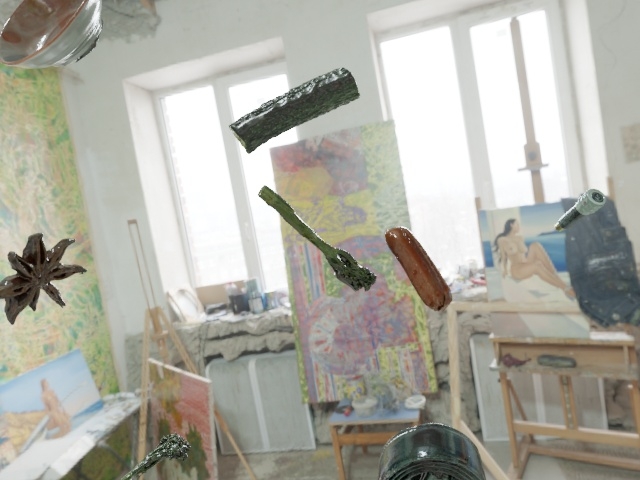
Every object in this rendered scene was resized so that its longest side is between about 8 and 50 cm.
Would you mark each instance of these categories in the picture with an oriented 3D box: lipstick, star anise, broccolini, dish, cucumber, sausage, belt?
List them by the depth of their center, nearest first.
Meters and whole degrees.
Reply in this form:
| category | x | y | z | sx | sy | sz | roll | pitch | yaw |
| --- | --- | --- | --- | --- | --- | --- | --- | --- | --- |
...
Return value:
| category | x | y | z | sx | sy | sz | roll | pitch | yaw |
| --- | --- | --- | --- | --- | --- | --- | --- | --- | --- |
| cucumber | -0.038 | -0.185 | 0.647 | 0.187 | 0.058 | 0.058 | -26 | 4 | 1 |
| star anise | -0.403 | 0.048 | 0.649 | 0.042 | 0.141 | 0.141 | 23 | 15 | 17 |
| broccolini | 0.000 | -0.005 | 0.723 | 0.071 | 0.254 | 0.057 | -30 | 30 | 22 |
| lipstick | 0.454 | -0.046 | 0.815 | 0.037 | 0.037 | 0.116 | -11 | -26 | -16 |
| dish | -0.525 | -0.432 | 0.926 | 0.260 | 0.260 | 0.085 | -8 | -28 | 23 |
| belt | 0.222 | 0.502 | 0.958 | 0.207 | 0.267 | 0.116 | 21 | 28 | -4 |
| broccolini | -0.392 | 0.526 | 1.014 | 0.123 | 0.062 | 0.271 | -31 | 2 | 31 |
| sausage | 0.316 | 0.081 | 1.474 | 0.102 | 0.330 | 0.102 | -22 | -30 | -13 |
